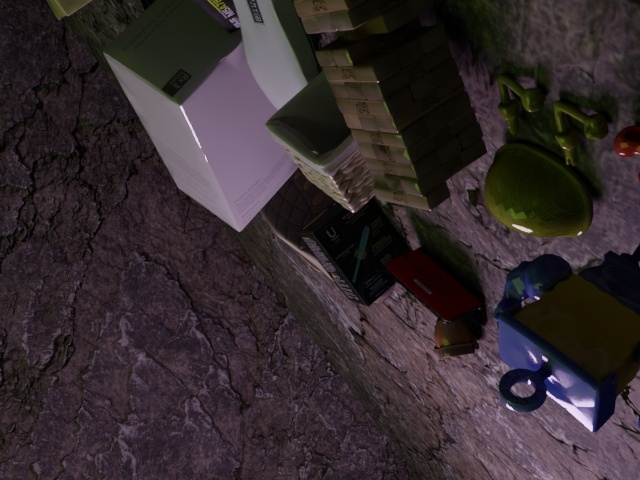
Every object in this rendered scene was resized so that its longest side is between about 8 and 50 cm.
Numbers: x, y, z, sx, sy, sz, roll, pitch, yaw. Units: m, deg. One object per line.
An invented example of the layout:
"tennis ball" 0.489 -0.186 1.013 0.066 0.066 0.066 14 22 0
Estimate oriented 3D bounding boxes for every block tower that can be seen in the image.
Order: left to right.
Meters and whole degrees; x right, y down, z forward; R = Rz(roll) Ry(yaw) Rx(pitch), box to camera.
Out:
"block tower" 0.049 -0.196 0.711 0.091 0.097 0.335 20 139 58

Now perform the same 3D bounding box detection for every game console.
"game console" 0.182 0.087 1.209 0.144 0.124 0.085 42 139 32

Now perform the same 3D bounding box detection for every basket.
"basket" 0.044 -0.130 0.863 0.113 0.167 0.103 40 169 39

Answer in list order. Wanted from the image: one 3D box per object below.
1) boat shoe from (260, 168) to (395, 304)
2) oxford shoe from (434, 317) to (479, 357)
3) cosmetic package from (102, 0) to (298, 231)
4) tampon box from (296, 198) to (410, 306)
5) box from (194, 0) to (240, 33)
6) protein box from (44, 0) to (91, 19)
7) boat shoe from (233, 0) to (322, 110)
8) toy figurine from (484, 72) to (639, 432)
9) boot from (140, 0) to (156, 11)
"boat shoe" 0.000 0.000 1.487 0.355 0.132 0.130 47 167 19
"oxford shoe" 0.224 0.153 1.287 0.212 0.076 0.076 49 -149 -80
"cosmetic package" -0.146 -0.203 1.165 0.156 0.217 0.385 34 162 21
"tampon box" 0.061 0.011 1.317 0.161 0.120 0.101 53 167 -12
"box" -0.154 -0.361 0.902 0.190 0.045 0.184 68 -166 8
"protein box" -0.406 -0.507 1.265 0.200 0.201 0.136 56 167 -25
"boat shoe" -0.038 -0.270 0.875 0.108 0.102 0.301 25 147 42
"toy figurine" 0.209 0.039 0.642 0.362 0.217 0.191 40 164 38
"boot" -0.271 -0.483 1.074 0.338 0.118 0.222 87 160 -47
